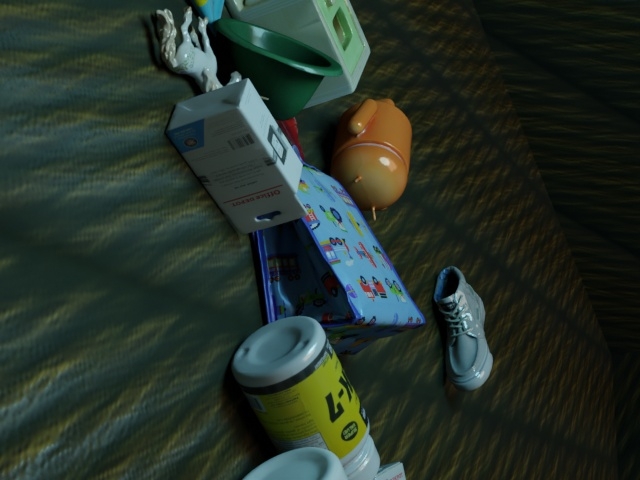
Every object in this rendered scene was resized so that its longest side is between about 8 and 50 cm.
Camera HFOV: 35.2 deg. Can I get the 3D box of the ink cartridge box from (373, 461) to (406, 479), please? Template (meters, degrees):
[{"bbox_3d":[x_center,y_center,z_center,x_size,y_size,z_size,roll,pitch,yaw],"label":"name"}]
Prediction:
[{"bbox_3d":[0.083,0.391,1.385,0.109,0.063,0.150,2,74,-66],"label":"ink cartridge box"}]

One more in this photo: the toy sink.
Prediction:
[{"bbox_3d":[-0.032,-0.331,1.474,0.234,0.131,0.153,63,25,-25],"label":"toy sink"}]

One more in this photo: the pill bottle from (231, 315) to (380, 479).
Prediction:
[{"bbox_3d":[-0.012,0.205,1.213,0.208,0.119,0.119,64,26,-25],"label":"pill bottle"}]

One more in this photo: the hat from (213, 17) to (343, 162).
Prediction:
[{"bbox_3d":[-0.075,-0.178,1.368,0.209,0.183,0.173,16,21,-18],"label":"hat"}]

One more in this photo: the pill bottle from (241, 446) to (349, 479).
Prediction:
[{"bbox_3d":[0.000,0.360,1.129,0.229,0.131,0.131,68,24,-16],"label":"pill bottle"}]

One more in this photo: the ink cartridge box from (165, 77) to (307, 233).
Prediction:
[{"bbox_3d":[-0.094,-0.098,1.229,0.180,0.104,0.060,57,28,-37],"label":"ink cartridge box"}]

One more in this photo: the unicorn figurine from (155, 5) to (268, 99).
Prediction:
[{"bbox_3d":[-0.150,-0.226,1.252,0.162,0.060,0.111,0,76,-49],"label":"unicorn figurine"}]

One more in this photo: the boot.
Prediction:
[{"bbox_3d":[0.255,0.160,1.899,0.123,0.095,0.258,55,21,-27],"label":"boot"}]

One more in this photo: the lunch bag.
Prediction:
[{"bbox_3d":[0.000,0.000,1.378,0.221,0.138,0.293,12,56,-61],"label":"lunch bag"}]

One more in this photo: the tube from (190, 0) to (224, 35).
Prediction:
[{"bbox_3d":[-0.174,-0.359,1.286,0.207,0.052,0.080,56,40,-51],"label":"tube"}]

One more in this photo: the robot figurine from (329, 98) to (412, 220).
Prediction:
[{"bbox_3d":[0.080,-0.138,1.618,0.128,0.158,0.219,20,45,-11],"label":"robot figurine"}]
